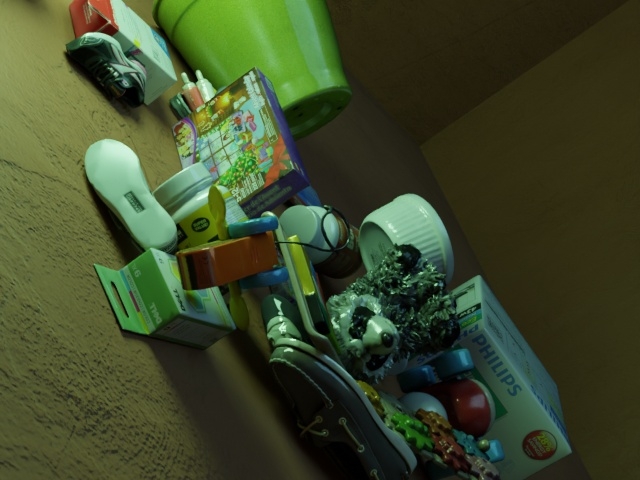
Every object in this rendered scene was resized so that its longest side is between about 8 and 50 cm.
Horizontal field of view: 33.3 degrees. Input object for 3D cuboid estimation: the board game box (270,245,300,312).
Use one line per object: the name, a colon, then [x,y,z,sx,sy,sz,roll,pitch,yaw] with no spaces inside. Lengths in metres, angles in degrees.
board game box: [-0.063,0.071,2.007,0.103,0.026,0.154,44,19,-40]

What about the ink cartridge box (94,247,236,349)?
ink cartridge box: [-0.208,0.078,1.468,0.109,0.062,0.209,62,16,24]

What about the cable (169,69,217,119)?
cable: [-0.198,-0.203,2.087,0.287,0.072,0.139,58,20,10]

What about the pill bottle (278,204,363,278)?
pill bottle: [0.000,0.000,2.174,0.216,0.121,0.121,28,31,-60]

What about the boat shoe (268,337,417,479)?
boat shoe: [0.024,0.286,1.661,0.324,0.116,0.097,51,57,-23]

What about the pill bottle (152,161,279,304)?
pill bottle: [-0.168,-0.010,1.674,0.208,0.119,0.119,55,15,0]

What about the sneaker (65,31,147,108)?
sneaker: [-0.349,-0.282,1.798,0.178,0.072,0.077,27,42,-50]

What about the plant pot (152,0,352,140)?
plant pot: [-0.112,-0.397,2.246,0.353,0.366,0.366,63,16,11]

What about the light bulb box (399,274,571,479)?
light bulb box: [0.373,0.324,2.446,0.358,0.225,0.361,54,16,-9]

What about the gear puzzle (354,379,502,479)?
gear puzzle: [0.172,0.309,1.801,0.339,0.044,0.175,32,13,-21]

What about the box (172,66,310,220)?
box: [-0.147,-0.152,1.887,0.057,0.201,0.293,42,20,-44]

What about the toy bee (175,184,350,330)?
toy bee: [-0.112,0.031,1.523,0.298,0.162,0.195,17,70,-48]

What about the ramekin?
ramekin: [0.165,0.020,2.149,0.207,0.109,0.207,47,-31,40]

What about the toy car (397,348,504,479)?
toy car: [0.186,0.342,2.003,0.238,0.210,0.219,-4,72,-41]

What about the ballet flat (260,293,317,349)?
ballet flat: [-0.041,0.180,1.766,0.203,0.074,0.074,59,15,6]

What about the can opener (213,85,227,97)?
can opener: [-0.176,-0.182,2.025,0.095,0.076,0.283,19,46,-14]

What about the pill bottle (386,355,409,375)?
pill bottle: [0.143,0.213,2.232,0.087,0.087,0.160,50,16,-19]

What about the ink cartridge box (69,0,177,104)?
ink cartridge box: [-0.364,-0.362,1.895,0.231,0.078,0.134,40,20,-45]

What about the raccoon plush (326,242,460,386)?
raccoon plush: [0.064,0.188,1.998,0.216,0.299,0.446,58,-22,9]

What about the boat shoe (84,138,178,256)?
boat shoe: [-0.275,-0.052,1.543,0.219,0.077,0.070,56,-20,27]

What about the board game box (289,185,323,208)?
board game box: [-0.066,-0.130,2.388,0.281,0.027,0.145,46,15,-47]

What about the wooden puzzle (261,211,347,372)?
wooden puzzle: [-0.017,0.088,1.703,0.221,0.044,0.239,65,2,-64]
